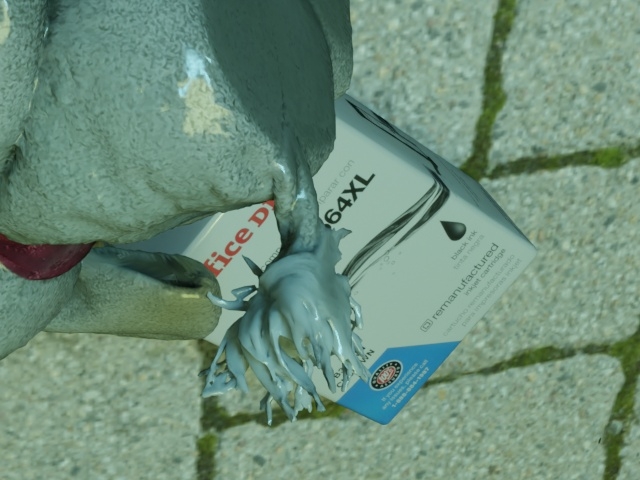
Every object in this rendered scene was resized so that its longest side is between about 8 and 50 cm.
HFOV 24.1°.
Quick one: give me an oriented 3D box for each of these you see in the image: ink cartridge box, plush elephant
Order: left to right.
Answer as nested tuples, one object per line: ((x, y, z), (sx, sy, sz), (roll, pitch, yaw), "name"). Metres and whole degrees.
((-0.126, -0.053, 0.657), (0.255, 0.330, 0.272), (-19, 162, 24), "plush elephant")
((0.000, 0.000, 0.858), (0.203, 0.086, 0.148), (29, 108, -39), "ink cartridge box")
